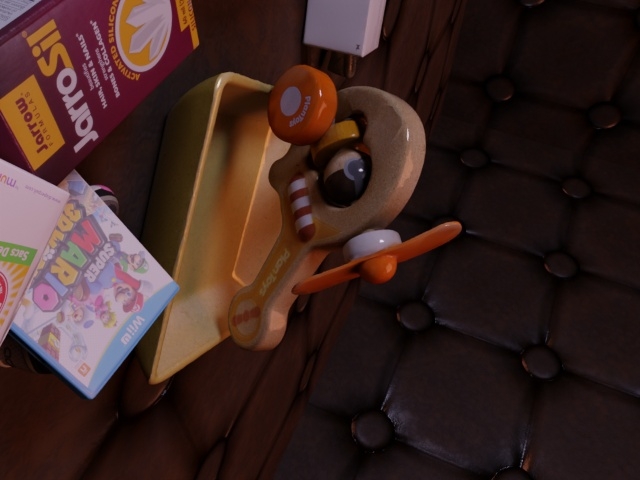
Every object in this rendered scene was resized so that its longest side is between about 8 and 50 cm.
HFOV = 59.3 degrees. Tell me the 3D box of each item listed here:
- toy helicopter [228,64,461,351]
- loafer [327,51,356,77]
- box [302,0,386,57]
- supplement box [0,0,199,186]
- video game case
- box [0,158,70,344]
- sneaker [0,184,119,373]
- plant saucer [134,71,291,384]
[{"bbox_3d":[0.000,0.000,0.639,0.140,0.235,0.355,6,123,-47],"label":"toy helicopter"},{"bbox_3d":[0.036,-0.352,0.956,0.056,0.050,0.148,-9,102,-79],"label":"loafer"},{"bbox_3d":[0.038,-0.345,0.855,0.087,0.101,0.102,-52,155,-53],"label":"box"},{"bbox_3d":[-0.168,-0.135,0.371,0.104,0.081,0.188,92,22,-52],"label":"supplement box"},{"bbox_3d":[-0.192,0.019,0.419,0.166,0.015,0.119,55,43,-25],"label":"video game case"},{"bbox_3d":[-0.226,-0.018,0.234,0.203,0.114,0.103,54,57,-75],"label":"box"},{"bbox_3d":[-0.204,0.036,0.468,0.063,0.074,0.170,84,28,-68],"label":"sneaker"},{"bbox_3d":[-0.120,-0.034,0.707,0.333,0.081,0.333,-26,134,-72],"label":"plant saucer"}]
